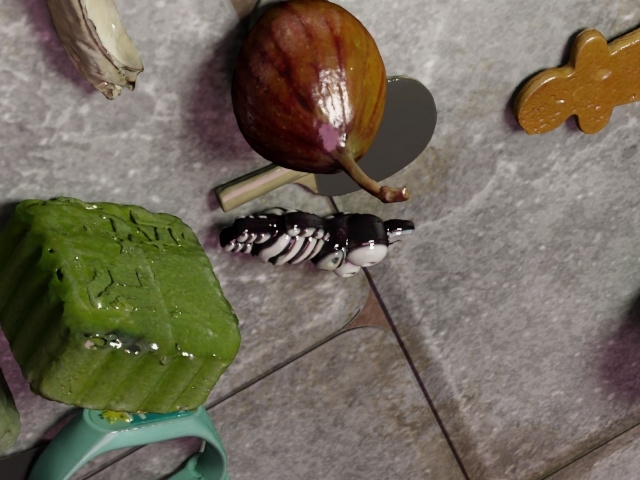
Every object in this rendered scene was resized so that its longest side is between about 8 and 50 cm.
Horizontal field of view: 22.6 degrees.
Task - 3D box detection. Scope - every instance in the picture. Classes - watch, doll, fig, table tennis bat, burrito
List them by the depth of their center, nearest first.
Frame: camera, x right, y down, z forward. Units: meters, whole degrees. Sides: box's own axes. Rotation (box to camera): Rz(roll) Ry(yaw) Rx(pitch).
[{"bbox_3d":[-0.203,-0.204,1.375,0.058,0.063,0.229,-45,143,-28],"label":"burrito"},{"bbox_3d":[-0.010,-0.121,1.494,0.148,0.202,0.149,7,162,-18],"label":"fig"},{"bbox_3d":[0.009,-0.088,1.637,0.246,0.022,0.138,-24,138,-9],"label":"table tennis bat"},{"bbox_3d":[0.000,0.000,1.679,0.219,0.067,0.091,1,157,-32],"label":"doll"},{"bbox_3d":[-0.207,0.258,1.788,0.237,0.068,0.195,-10,128,-32],"label":"watch"}]

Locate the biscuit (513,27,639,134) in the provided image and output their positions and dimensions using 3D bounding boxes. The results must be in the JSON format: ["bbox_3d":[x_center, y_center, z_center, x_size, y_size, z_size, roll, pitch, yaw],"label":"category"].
[{"bbox_3d":[0.297,-0.175,1.713,0.205,0.031,0.138,-25,137,-8],"label":"biscuit"}]

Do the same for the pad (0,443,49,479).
[{"bbox_3d":[-0.343,0.314,1.765,0.116,0.004,0.193,-11,122,-49],"label":"pad"}]

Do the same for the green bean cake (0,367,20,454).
[{"bbox_3d":[-0.416,0.147,1.485,0.227,0.125,0.222,-25,134,-3],"label":"green bean cake"}]

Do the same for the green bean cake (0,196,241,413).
[{"bbox_3d":[-0.198,0.061,1.516,0.200,0.214,0.113,7,129,-35],"label":"green bean cake"}]
